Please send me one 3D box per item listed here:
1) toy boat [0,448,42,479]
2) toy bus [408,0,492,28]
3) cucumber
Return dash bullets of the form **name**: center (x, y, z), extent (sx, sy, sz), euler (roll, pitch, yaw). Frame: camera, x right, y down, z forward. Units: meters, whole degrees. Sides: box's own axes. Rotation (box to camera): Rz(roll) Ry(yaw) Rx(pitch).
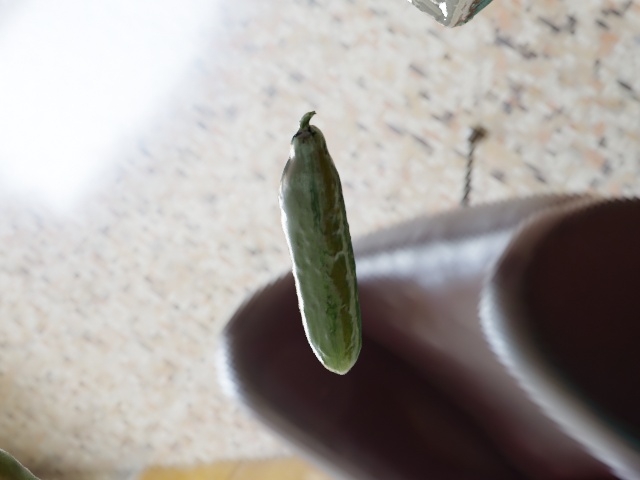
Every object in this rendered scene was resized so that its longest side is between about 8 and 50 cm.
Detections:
- **toy boat**: center (-0.099, 0.103, 0.515), extent (0.229, 0.089, 0.088), euler (50, -179, -45)
- **toy bus**: center (0.082, -0.192, 0.754), extent (0.092, 0.106, 0.268), euler (42, 160, 8)
- **cucumber**: center (0.000, 0.000, 0.940), extent (0.037, 0.037, 0.155), euler (14, 125, 36)
